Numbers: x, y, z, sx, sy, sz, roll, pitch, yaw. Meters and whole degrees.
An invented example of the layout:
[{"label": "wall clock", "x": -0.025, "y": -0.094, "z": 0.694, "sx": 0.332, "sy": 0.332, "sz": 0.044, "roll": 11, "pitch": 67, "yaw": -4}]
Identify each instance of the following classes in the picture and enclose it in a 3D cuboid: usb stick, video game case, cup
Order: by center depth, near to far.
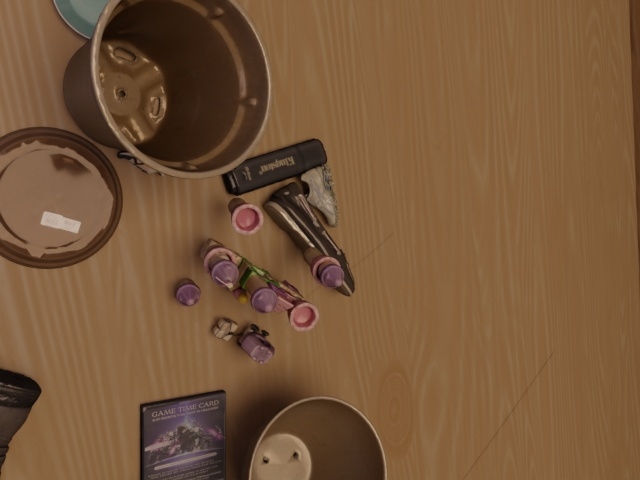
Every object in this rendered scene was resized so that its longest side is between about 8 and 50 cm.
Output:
[{"label": "video game case", "x": -0.306, "y": 0.490, "z": 1.264, "sx": 0.196, "sy": 0.026, "sz": 0.273, "roll": -1, "pitch": 92, "yaw": -34}, {"label": "cup", "x": -0.048, "y": 0.530, "z": 1.288, "sx": 0.331, "sy": 0.237, "sz": 0.330, "roll": 8, "pitch": 72, "yaw": -26}, {"label": "usb stick", "x": -0.103, "y": -0.179, "z": 1.349, "sx": 0.278, "sy": 0.045, "sz": 0.077, "roll": -23, "pitch": 106, "yaw": -30}]

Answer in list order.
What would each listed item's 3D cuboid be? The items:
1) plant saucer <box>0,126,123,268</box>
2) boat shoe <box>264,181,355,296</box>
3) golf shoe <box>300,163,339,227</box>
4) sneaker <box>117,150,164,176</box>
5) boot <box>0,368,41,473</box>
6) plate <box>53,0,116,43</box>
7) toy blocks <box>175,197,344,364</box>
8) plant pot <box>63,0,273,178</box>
[{"label": "plant saucer", "x": -0.520, "y": -0.081, "z": 1.081, "sx": 0.278, "sy": 0.041, "sz": 0.277, "roll": -2, "pitch": 94, "yaw": -35}, {"label": "boat shoe", "x": 0.000, "y": 0.000, "z": 1.390, "sx": 0.095, "sy": 0.112, "sz": 0.335, "roll": -47, "pitch": 113, "yaw": -17}, {"label": "golf shoe", "x": -0.002, "y": -0.107, "z": 1.416, "sx": 0.086, "sy": 0.069, "sz": 0.176, "roll": -14, "pitch": 120, "yaw": 1}, {"label": "sneaker", "x": -0.371, "y": -0.162, "z": 1.175, "sx": 0.109, "sy": 0.040, "sz": 0.043, "roll": 11, "pitch": 103, "yaw": -27}, {"label": "boot", "x": -0.684, "y": 0.309, "z": 0.953, "sx": 0.338, "sy": 0.118, "sz": 0.222, "roll": 29, "pitch": 82, "yaw": -27}, {"label": "plate", "x": -0.439, "y": -0.487, "z": 1.121, "sx": 0.188, "sy": 0.024, "sz": 0.188, "roll": -2, "pitch": 93, "yaw": -33}, {"label": "toy blocks", "x": -0.129, "y": 0.117, "z": 1.172, "sx": 0.289, "sy": 0.260, "sz": 0.308, "roll": 34, "pitch": 94, "yaw": -25}, {"label": "plant pot", "x": -0.310, "y": -0.283, "z": 1.033, "sx": 0.334, "sy": 0.306, "sz": 0.333, "roll": -7, "pitch": 101, "yaw": -41}]
